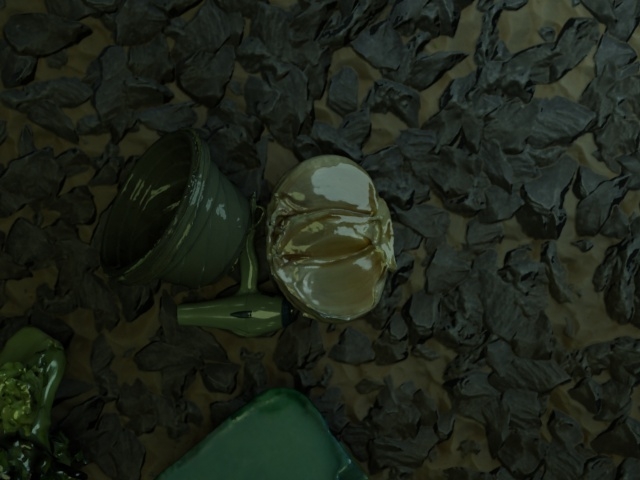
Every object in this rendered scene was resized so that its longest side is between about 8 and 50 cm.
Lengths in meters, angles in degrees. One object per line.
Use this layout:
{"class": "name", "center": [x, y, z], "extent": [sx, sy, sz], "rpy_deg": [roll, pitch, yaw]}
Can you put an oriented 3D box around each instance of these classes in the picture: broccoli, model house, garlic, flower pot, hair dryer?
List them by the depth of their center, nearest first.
{"class": "flower pot", "center": [-0.183, -0.025, 1.754], "extent": [0.141, 0.235, 0.235], "rpy_deg": [29, 100, -26]}
{"class": "garlic", "center": [0.000, 0.000, 1.775], "extent": [0.178, 0.143, 0.229], "rpy_deg": [-1, 87, -17]}
{"class": "broccoli", "center": [-0.456, 0.252, 1.800], "extent": [0.281, 0.348, 0.293], "rpy_deg": [-53, 140, -21]}
{"class": "hair dryer", "center": [-0.138, 0.046, 1.838], "extent": [0.167, 0.067, 0.199], "rpy_deg": [-16, 89, 9]}
{"class": "model house", "center": [-0.059, 0.393, 1.847], "extent": [0.280, 0.248, 0.230], "rpy_deg": [-38, 59, -4]}
